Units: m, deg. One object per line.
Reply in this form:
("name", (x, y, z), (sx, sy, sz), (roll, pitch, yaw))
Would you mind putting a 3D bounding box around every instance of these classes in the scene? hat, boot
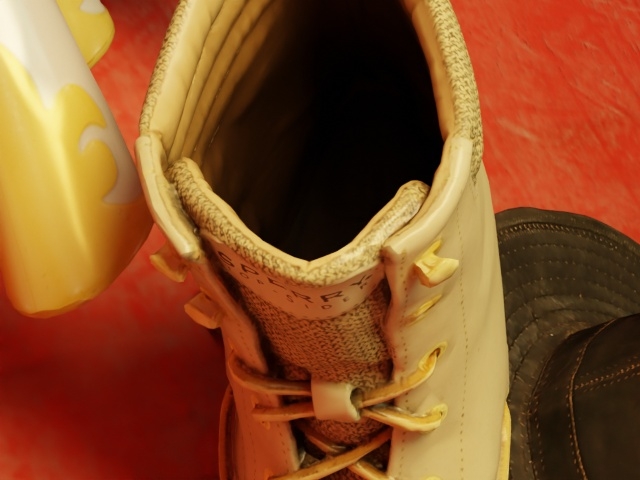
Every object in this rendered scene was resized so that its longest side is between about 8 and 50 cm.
("hat", (0.199, 0.107, 0.758), (0.331, 0.134, 0.331), (33, 41, -34))
("boot", (0.006, 0.052, 0.475), (0.203, 0.095, 0.261), (69, 25, -69))

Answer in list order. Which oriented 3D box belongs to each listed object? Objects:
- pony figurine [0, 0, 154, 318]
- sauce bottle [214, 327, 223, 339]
("pony figurine", (-0.126, -0.210, 0.493), (0.363, 0.303, 0.351), (59, 39, -29))
("sauce bottle", (0.000, 0.000, 0.660), (0.042, 0.042, 0.128), (57, 34, -4))
